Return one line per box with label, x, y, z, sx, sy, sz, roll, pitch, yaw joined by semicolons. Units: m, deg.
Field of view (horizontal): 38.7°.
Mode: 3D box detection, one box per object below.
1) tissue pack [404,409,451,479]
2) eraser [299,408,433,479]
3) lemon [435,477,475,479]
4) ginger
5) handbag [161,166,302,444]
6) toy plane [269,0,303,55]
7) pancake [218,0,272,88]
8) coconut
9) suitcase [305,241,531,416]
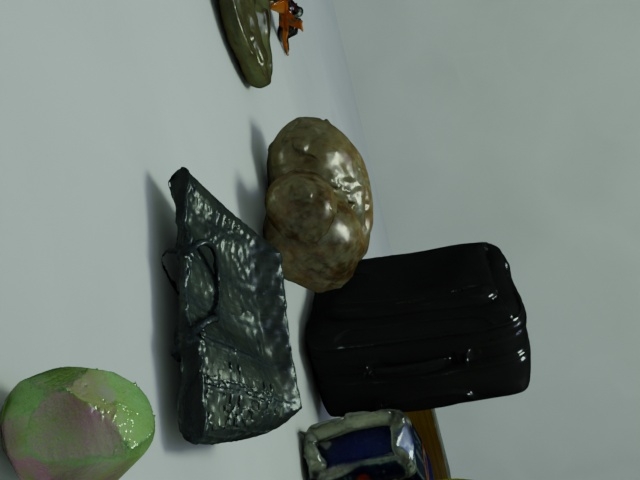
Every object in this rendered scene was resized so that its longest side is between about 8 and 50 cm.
tissue pack;0.149;0.382;1.704;0.136;0.159;0.246;-77;152;-73
eraser;0.080;0.340;1.367;0.332;0.155;0.101;63;19;-62
lemon;0.159;0.467;1.089;0.387;0.350;0.349;95;-10;-58
ginger;-0.004;-0.042;1.340;0.304;0.155;0.244;-84;161;-65
handbag;-0.098;0.076;0.891;0.175;0.089;0.270;45;33;-60
toy plane;-0.065;-0.434;1.783;0.135;0.062;0.188;53;-6;29
pancake;-0.122;-0.387;1.422;0.294;0.049;0.294;-9;90;-79
coconut;-0.147;0.112;0.535;0.082;0.081;0.083;49;29;-1
suitcase;0.159;0.147;1.495;0.339;0.345;0.188;-80;161;-67
